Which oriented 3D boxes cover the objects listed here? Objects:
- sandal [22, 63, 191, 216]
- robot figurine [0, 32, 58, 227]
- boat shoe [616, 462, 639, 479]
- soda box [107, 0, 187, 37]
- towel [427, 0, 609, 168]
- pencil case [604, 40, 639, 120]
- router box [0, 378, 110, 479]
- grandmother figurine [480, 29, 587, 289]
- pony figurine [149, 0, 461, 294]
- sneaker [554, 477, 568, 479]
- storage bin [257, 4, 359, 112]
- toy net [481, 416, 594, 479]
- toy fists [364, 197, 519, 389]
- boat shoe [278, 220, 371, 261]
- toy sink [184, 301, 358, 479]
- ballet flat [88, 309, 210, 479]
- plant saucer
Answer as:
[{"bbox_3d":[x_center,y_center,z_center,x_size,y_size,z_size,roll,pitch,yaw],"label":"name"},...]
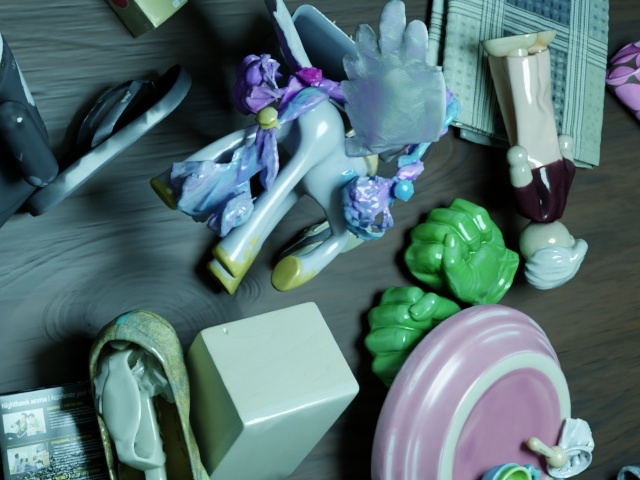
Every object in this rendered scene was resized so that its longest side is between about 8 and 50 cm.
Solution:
[{"bbox_3d":[-0.240,-0.126,1.485,0.254,0.097,0.054,-45,108,-27],"label":"sandal"},{"bbox_3d":[-0.370,-0.128,1.317,0.209,0.278,0.174,-9,54,3],"label":"robot figurine"},{"bbox_3d":[0.486,0.458,1.839,0.105,0.113,0.306,5,70,-44],"label":"boat shoe"},{"bbox_3d":[-0.238,-0.327,1.527,0.058,0.061,0.181,-46,109,-26],"label":"soda box"},{"bbox_3d":[0.281,-0.278,1.867,0.312,0.056,0.324,14,76,-34],"label":"towel"},{"bbox_3d":[0.515,-0.208,1.976,0.209,0.095,0.098,40,101,-25],"label":"pencil case"},{"bbox_3d":[-0.273,0.224,1.457,0.179,0.046,0.133,-6,88,-33],"label":"router box"},{"bbox_3d":[0.289,-0.104,1.765,0.208,0.104,0.342,-17,101,-48],"label":"grandmother figurine"},{"bbox_3d":[-0.007,-0.124,1.485,0.363,0.303,0.351,-42,144,-11],"label":"pony figurine"},{"bbox_3d":[0.347,0.463,1.808,0.122,0.110,0.283,-33,101,-12],"label":"sneaker"},{"bbox_3d":[-0.011,-0.221,1.643,0.135,0.091,0.098,38,67,-24],"label":"storage bin"},{"bbox_3d":[0.282,0.303,1.669,0.232,0.045,0.122,-20,116,-38],"label":"toy net"},{"bbox_3d":[0.155,0.075,1.715,0.142,0.096,0.279,38,68,-23],"label":"toy fists"},{"bbox_3d":[0.000,0.000,1.657,0.137,0.049,0.043,-26,57,-29],"label":"boat shoe"},{"bbox_3d":[-0.086,0.189,1.514,0.152,0.234,0.131,-13,63,-32],"label":"toy sink"},{"bbox_3d":[-0.180,0.248,1.410,0.123,0.123,0.349,-10,88,-33],"label":"ballet flat"},{"bbox_3d":[0.208,0.249,1.675,0.332,0.084,0.332,-15,114,-39],"label":"plant saucer"}]
